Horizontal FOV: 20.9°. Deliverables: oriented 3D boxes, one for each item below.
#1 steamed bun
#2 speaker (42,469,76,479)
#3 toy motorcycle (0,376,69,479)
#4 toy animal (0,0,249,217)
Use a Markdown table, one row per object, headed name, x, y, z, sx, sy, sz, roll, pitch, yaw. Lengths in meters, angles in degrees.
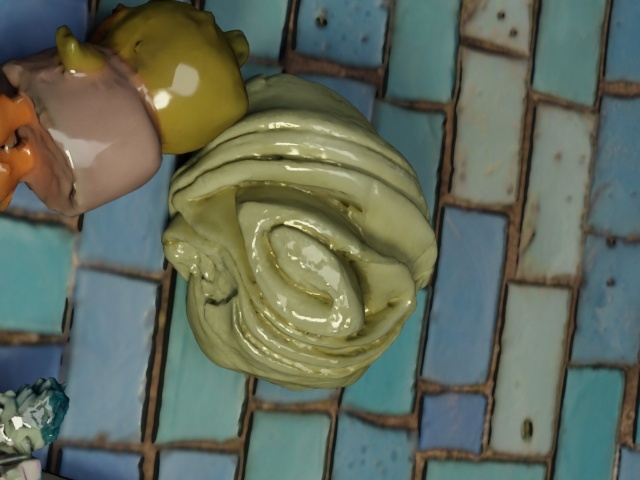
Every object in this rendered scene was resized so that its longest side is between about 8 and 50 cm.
| name | x | y | z | sx | sy | sz | roll | pitch | yaw |
| --- | --- | --- | --- | --- | --- | --- | --- | --- | --- |
| steamed bun | -0.002 | -0.001 | 1.686 | 0.276 | 0.203 | 0.289 | 22 | 81 | -36 |
| speaker | -0.230 | 0.273 | 1.650 | 0.218 | 0.044 | 0.082 | 26 | 80 | -34 |
| toy motorcycle | -0.319 | 0.170 | 1.528 | 0.204 | 0.108 | 0.239 | -40 | 114 | -13 |
| toy animal | -0.181 | -0.129 | 1.570 | 0.281 | 0.169 | 0.195 | -37 | 154 | -32 |
